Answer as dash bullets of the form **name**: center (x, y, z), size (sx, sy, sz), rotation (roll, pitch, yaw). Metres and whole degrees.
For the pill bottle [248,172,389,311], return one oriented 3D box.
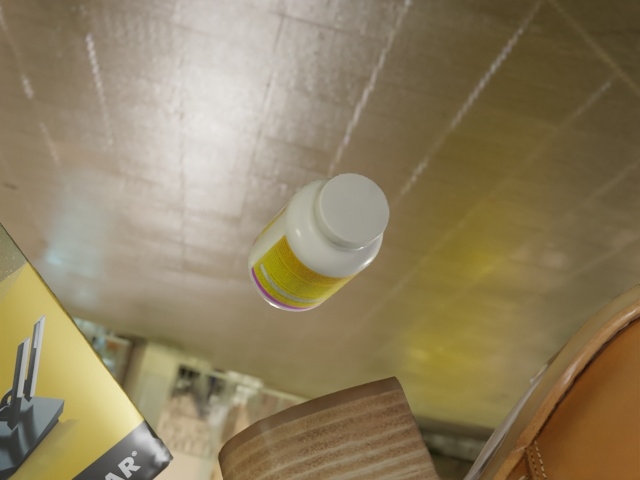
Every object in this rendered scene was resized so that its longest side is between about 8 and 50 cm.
- **pill bottle**: center (0.000, 0.000, 0.545), size (0.043, 0.043, 0.083), rotation (17, 157, -14)

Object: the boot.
- **boot**: center (0.122, 0.134, 0.447), size (0.283, 0.220, 0.109), rotation (-14, 156, -20)

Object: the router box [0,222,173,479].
- **router box**: center (-0.268, 0.127, 0.687), size (0.081, 0.309, 0.243), rotation (21, 148, 55)
